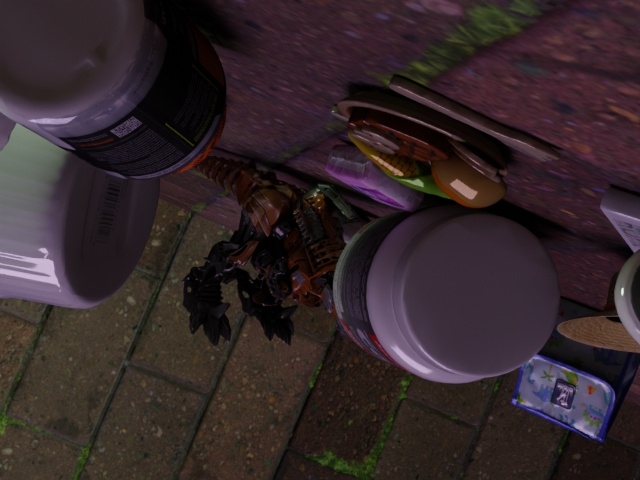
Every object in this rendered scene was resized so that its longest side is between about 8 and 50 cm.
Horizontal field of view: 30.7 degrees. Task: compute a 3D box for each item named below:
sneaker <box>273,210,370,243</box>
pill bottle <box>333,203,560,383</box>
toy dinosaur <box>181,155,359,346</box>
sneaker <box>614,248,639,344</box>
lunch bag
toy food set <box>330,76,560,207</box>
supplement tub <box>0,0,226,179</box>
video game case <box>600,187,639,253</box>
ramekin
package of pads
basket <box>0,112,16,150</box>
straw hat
[{"bbox_3d":[0.000,0.000,1.566,0.118,0.110,0.292,15,179,-15],"label":"sneaker"},{"bbox_3d":[0.110,0.048,1.090,0.161,0.161,0.283,23,176,-7],"label":"pill bottle"},{"bbox_3d":[-0.049,0.008,1.377,0.164,0.218,0.322,19,-155,-30],"label":"toy dinosaur"},{"bbox_3d":[0.296,0.049,0.552,0.296,0.104,0.147,17,173,7],"label":"sneaker"},{"bbox_3d":[0.325,0.162,1.471,0.129,0.151,0.096,22,176,26],"label":"lunch bag"},{"bbox_3d":[0.069,-0.059,0.784,0.132,0.038,0.192,24,176,-9],"label":"toy food set"},{"bbox_3d":[-0.129,-0.105,0.737,0.117,0.117,0.190,22,175,15],"label":"supplement tub"},{"bbox_3d":[0.269,0.014,0.773,0.143,0.019,0.157,21,176,28],"label":"video game case"},{"bbox_3d":[-0.302,-0.051,1.386,0.135,0.277,0.277,13,173,17],"label":"ramekin"},{"bbox_3d":[0.049,-0.055,1.011,0.050,0.032,0.083,21,176,43],"label":"package of pads"},{"bbox_3d":[-0.523,-0.101,1.055,0.328,0.331,0.266,41,-173,38],"label":"basket"},{"bbox_3d":[0.269,0.050,0.952,0.144,0.061,0.144,7,166,2],"label":"straw hat"}]
